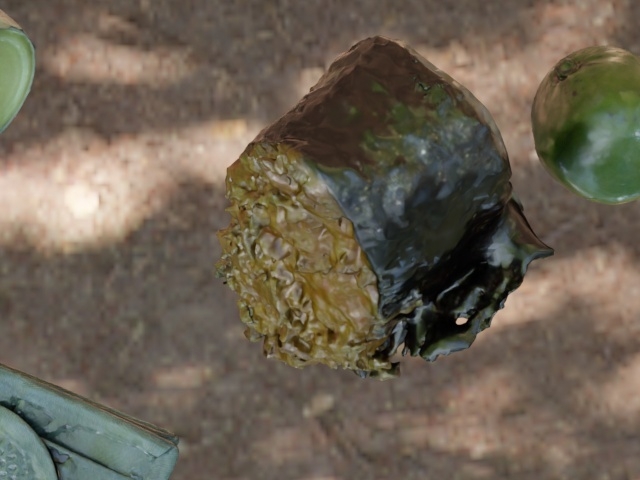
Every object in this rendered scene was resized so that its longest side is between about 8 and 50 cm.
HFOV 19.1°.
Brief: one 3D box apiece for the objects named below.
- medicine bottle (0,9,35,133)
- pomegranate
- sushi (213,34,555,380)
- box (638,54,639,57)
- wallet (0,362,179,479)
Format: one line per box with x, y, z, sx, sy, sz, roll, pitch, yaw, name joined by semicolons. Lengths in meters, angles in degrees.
-0.377;-0.180;1.875;0.143;0.147;0.147;32;150;26;medicine bottle
0.283;-0.104;1.677;0.191;0.152;0.131;3;122;-1;pomegranate
0.045;-0.004;1.514;0.207;0.234;0.348;-44;164;-18;sushi
0.418;-0.142;2.057;0.172;0.124;0.092;13;130;26;box
-0.312;0.312;1.916;0.237;0.075;0.342;24;94;-2;wallet
